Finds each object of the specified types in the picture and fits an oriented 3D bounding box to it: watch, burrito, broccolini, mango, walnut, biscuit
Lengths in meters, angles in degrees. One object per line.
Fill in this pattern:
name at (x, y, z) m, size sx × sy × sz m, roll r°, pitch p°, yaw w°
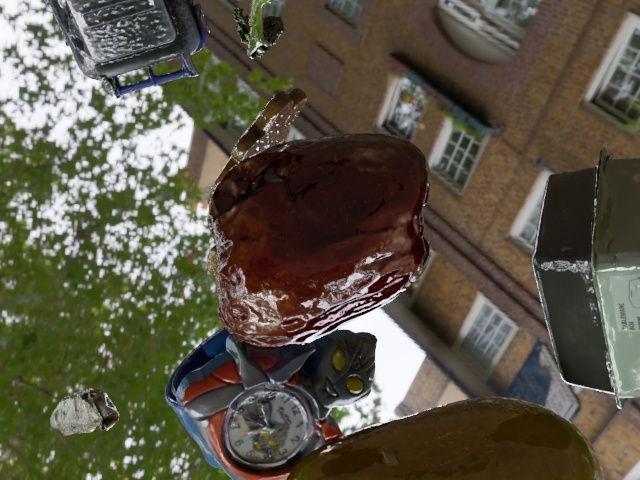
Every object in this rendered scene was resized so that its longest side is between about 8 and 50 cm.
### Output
watch at (-0.076, 0.202, 1.168) m, size 0.305 × 0.241 × 0.274 m, roll -32°, pitch -162°, yaw -14°
burrito at (-0.362, 0.265, 1.166) m, size 0.063 × 0.229 × 0.058 m, roll 29°, pitch -117°, yaw -22°
broccolini at (-0.054, -0.198, 0.707) m, size 0.054 × 0.052 × 0.194 m, roll 4°, pitch -172°, yaw -9°
mango at (0.154, 0.320, 0.947) m, size 0.445 × 0.301 × 0.220 m, roll 7°, pitch -130°, yaw -34°
walnut at (0.000, 0.000, 0.873) m, size 0.269 × 0.244 × 0.221 m, roll -13°, pitch -97°, yaw -4°
biscuit at (-0.108, -0.144, 1.220) m, size 0.039 × 0.236 × 0.180 m, roll 37°, pitch -160°, yaw 4°

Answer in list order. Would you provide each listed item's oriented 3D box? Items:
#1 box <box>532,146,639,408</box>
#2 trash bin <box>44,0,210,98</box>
box at (0.371, 0.049, 0.941) m, size 0.166 × 0.290 × 0.220 m, roll -2°, pitch -138°, yaw 28°
trash bin at (-0.227, -0.304, 0.923) m, size 0.163 × 0.184 × 0.234 m, roll -15°, pitch -144°, yaw 2°
